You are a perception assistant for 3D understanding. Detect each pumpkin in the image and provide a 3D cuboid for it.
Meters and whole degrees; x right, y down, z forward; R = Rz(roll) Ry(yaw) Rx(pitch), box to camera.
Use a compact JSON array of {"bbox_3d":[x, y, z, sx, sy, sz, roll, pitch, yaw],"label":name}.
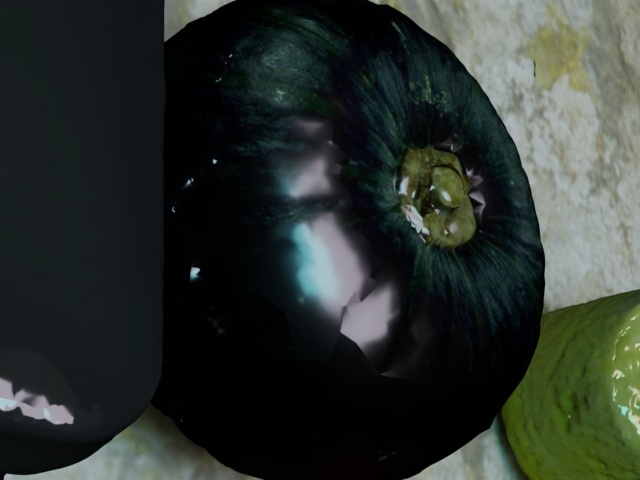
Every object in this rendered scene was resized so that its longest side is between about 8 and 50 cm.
[{"bbox_3d":[0.000,0.000,0.573,0.233,0.163,0.233,13,72,-42],"label":"pumpkin"}]

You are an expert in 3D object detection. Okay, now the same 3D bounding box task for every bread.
[{"bbox_3d":[0.175,0.097,0.747,0.111,0.114,0.129,-17,80,-36],"label":"bread"}]

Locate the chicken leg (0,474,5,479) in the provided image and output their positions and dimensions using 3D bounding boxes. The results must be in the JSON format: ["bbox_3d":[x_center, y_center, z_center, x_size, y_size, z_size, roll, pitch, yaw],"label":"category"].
[{"bbox_3d":[-0.186,0.030,0.462,0.177,0.083,0.322,16,73,-48],"label":"chicken leg"}]

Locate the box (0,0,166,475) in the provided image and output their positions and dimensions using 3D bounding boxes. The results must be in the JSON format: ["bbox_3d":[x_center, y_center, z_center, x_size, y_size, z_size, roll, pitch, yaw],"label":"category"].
[{"bbox_3d":[-0.187,-0.076,0.393,0.290,0.073,0.289,18,46,-27],"label":"box"}]
